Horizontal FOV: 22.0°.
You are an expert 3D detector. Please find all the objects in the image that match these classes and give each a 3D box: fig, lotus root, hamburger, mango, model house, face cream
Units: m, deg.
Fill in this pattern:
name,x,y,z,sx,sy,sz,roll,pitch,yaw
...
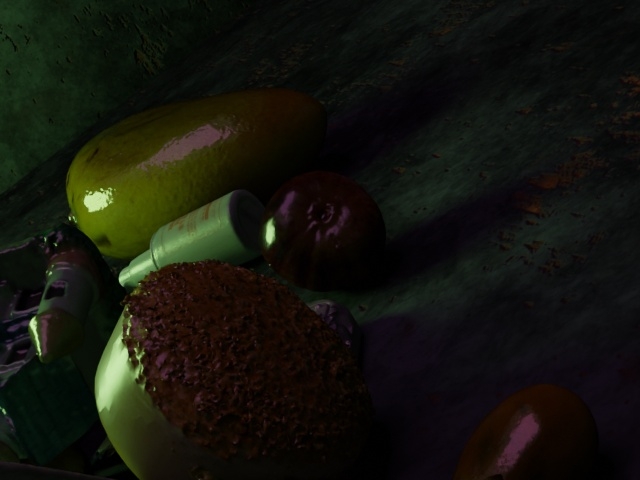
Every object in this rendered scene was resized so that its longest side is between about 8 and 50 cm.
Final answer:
name,x,y,z,sx,sy,sz,roll,pitch,yaw
fig,-0.012,-0.003,2.065,0.202,0.149,0.148,-32,30,47
lotus root,-0.333,0.286,1.950,0.135,0.095,0.159,-15,6,12
hamburger,-0.076,0.145,1.612,0.179,0.294,0.276,-46,-5,28
mango,0.163,0.192,1.375,0.163,0.089,0.111,-44,20,-1
mango,-0.187,-0.111,2.544,0.445,0.220,0.301,-19,17,17
model house,-0.368,0.158,1.864,0.267,0.194,0.325,-17,28,12
face cream,-0.193,0.016,2.394,0.251,0.101,0.101,-24,21,30

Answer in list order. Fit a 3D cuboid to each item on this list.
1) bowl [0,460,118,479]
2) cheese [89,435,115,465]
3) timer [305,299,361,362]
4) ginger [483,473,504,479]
name,x,y,z,sx,sy,sz,roll,pitch,yaw
bowl,-0.364,0.338,1.622,0.435,0.435,0.196,-14,66,47
cheese,-0.212,0.196,1.969,0.286,0.074,0.189,-45,8,50
timer,-0.047,0.150,1.870,0.190,0.069,0.208,-27,18,14
ginger,0.023,0.308,1.204,0.418,0.176,0.254,-20,31,43
